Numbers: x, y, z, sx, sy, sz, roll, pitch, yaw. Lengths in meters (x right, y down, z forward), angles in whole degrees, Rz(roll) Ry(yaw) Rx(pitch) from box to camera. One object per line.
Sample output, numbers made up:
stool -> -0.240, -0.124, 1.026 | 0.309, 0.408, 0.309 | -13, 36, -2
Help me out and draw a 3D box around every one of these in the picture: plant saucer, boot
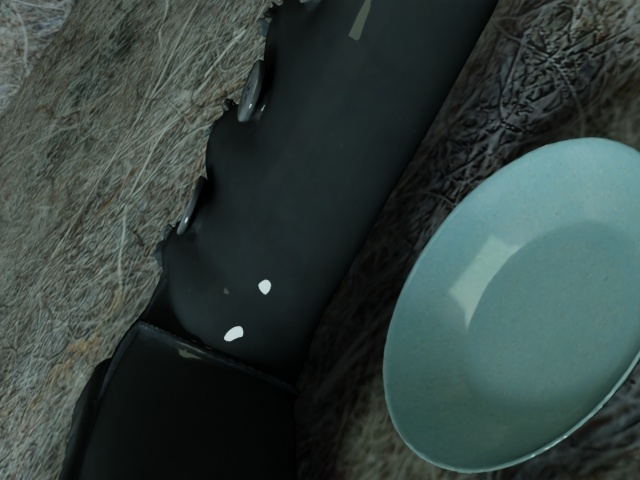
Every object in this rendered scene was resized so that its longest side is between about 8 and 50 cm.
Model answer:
plant saucer -> 0.113, 0.037, 0.550 | 0.195, 0.037, 0.195 | -37, 34, 32
boot -> -0.001, -0.001, 0.598 | 0.445, 0.146, 0.367 | -58, 26, 11
